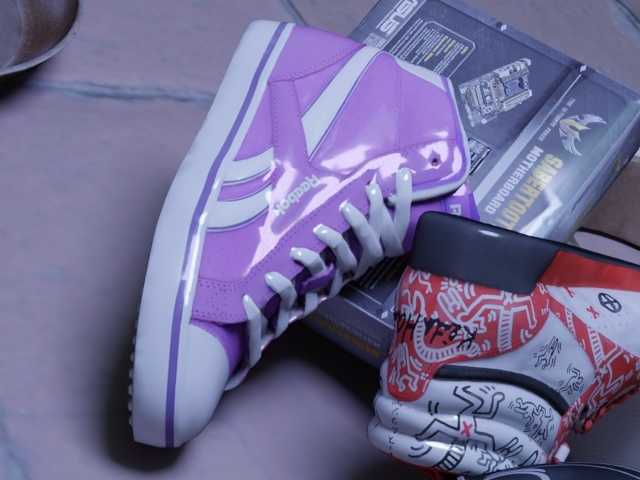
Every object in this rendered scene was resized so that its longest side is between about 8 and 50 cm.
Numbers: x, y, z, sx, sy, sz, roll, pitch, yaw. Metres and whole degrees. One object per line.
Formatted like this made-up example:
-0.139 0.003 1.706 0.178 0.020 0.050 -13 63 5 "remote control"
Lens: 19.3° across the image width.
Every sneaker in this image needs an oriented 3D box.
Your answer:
0.000 -0.001 1.022 0.161 0.102 0.282 16 58 7 "sneaker"
0.128 0.075 1.039 0.090 0.145 0.270 18 4 41 "sneaker"

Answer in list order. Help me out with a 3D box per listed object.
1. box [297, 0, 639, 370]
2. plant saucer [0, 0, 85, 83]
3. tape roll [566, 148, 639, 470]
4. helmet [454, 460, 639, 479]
0.062 -0.038 1.138 0.183 0.056 0.231 30 62 18 "box"
-0.302 -0.182 1.189 0.311 0.050 0.310 19 33 -13 "plant saucer"
0.231 0.031 1.279 0.392 0.072 0.392 19 33 -13 "tape roll"
0.133 0.187 0.899 0.162 0.169 0.169 10 33 1 "helmet"
